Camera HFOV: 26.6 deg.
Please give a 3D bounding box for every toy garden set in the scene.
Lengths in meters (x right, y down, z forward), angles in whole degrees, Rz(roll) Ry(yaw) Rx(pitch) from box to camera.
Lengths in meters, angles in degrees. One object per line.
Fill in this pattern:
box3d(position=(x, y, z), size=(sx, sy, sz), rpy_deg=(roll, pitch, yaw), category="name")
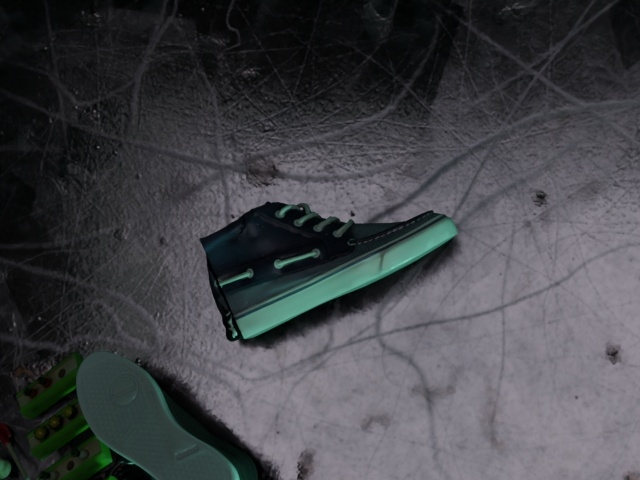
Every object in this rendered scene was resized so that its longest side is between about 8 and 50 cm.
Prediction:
box3d(position=(-0.380, 0.295, 1.803), size=(0.204, 0.049, 0.244), rpy_deg=(-36, 53, 15), category="toy garden set")

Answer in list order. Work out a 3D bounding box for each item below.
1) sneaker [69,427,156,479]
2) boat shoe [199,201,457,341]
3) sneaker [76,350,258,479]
box3d(position=(-0.247, 0.335, 1.788), size=(0.107, 0.124, 0.283), rpy_deg=(-37, 77, 0), category="sneaker")
box3d(position=(0.000, 0.000, 1.805), size=(0.341, 0.127, 0.158), rpy_deg=(-25, 85, 4), category="boat shoe")
box3d(position=(-0.201, 0.264, 1.794), size=(0.296, 0.147, 0.104), rpy_deg=(38, 85, 24), category="sneaker")
